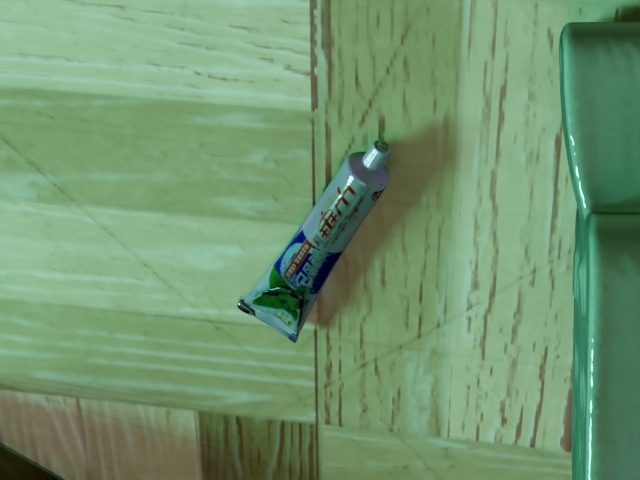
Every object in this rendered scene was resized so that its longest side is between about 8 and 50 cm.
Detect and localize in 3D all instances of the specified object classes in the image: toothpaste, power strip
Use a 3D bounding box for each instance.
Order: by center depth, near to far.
[{"bbox_3d":[0.193,0.018,0.864,0.141,0.229,0.261,1,93,6],"label":"power strip"},{"bbox_3d":[0.000,0.000,1.003,0.045,0.028,0.170,30,131,-4],"label":"toothpaste"}]

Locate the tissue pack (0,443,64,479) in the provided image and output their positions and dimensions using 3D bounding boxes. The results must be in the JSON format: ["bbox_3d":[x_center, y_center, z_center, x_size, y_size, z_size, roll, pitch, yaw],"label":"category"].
[{"bbox_3d":[-0.264,0.238,1.160,0.246,0.159,0.136,32,129,-14],"label":"tissue pack"}]
